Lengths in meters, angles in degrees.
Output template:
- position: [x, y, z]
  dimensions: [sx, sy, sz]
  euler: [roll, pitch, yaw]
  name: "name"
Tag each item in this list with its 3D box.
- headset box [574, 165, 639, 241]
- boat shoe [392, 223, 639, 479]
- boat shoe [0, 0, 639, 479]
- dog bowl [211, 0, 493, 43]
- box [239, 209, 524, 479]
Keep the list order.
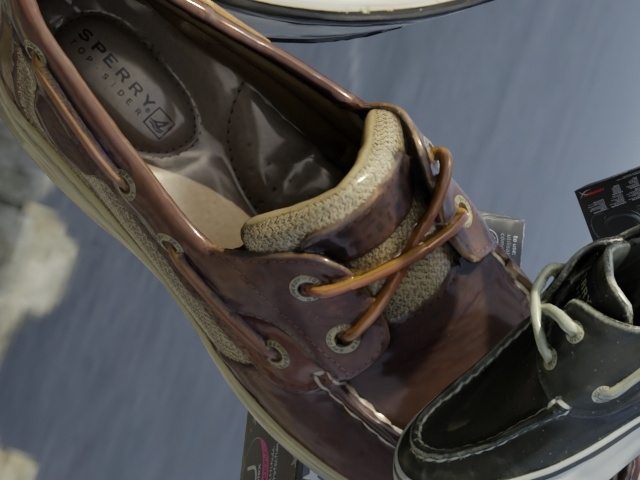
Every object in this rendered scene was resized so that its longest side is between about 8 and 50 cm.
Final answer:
- position: [0.208, -0.005, 1.197]
  dimensions: [0.083, 0.062, 0.032]
  euler: [69, 21, -1]
  name: "headset box"
- position: [0.111, 0.031, 0.692]
  dimensions: [0.070, 0.219, 0.078]
  euler: [46, 20, -35]
  name: "boat shoe"
- position: [0.000, 0.000, 0.757]
  dimensions: [0.123, 0.342, 0.123]
  euler: [-45, 178, -15]
  name: "boat shoe"
- position: [-0.019, -0.281, 0.931]
  dimensions: [0.150, 0.408, 0.408]
  euler: [141, -29, -71]
  name: "dog bowl"
- position: [0.043, 0.102, 1.360]
  dimensions: [0.142, 0.163, 0.247]
  euler: [152, -53, -67]
  name: "box"
